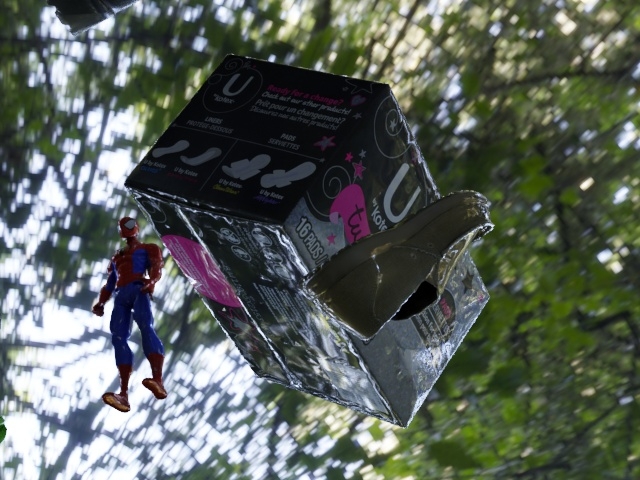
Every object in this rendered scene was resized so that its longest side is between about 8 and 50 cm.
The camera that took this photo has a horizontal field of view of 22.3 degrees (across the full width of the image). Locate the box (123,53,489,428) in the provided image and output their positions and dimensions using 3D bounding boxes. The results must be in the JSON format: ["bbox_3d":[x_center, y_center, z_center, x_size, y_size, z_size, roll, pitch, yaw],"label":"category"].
[{"bbox_3d":[0.000,0.000,1.212,0.163,0.247,0.142,15,-120,37],"label":"box"}]

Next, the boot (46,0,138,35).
[{"bbox_3d":[-0.073,-0.396,1.180,0.445,0.367,0.146,-26,-142,9],"label":"boot"}]

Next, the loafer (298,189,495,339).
[{"bbox_3d":[0.047,0.015,0.878,0.148,0.056,0.050,-26,-95,-44],"label":"loafer"}]

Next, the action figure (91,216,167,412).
[{"bbox_3d":[-0.099,0.033,0.845,0.038,0.030,0.115,-25,-134,20],"label":"action figure"}]

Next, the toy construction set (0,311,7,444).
[{"bbox_3d":[-0.333,0.074,1.140,0.151,0.327,0.215,24,-127,31],"label":"toy construction set"}]
